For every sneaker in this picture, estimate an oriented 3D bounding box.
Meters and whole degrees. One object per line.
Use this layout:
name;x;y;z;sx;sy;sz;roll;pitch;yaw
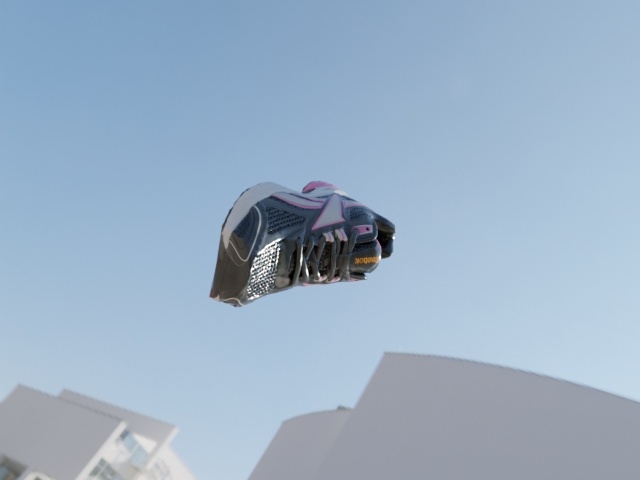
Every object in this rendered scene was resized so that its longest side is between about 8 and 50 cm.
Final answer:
sneaker;0.000;0.000;0.442;0.077;0.178;0.072;21;-65;22
